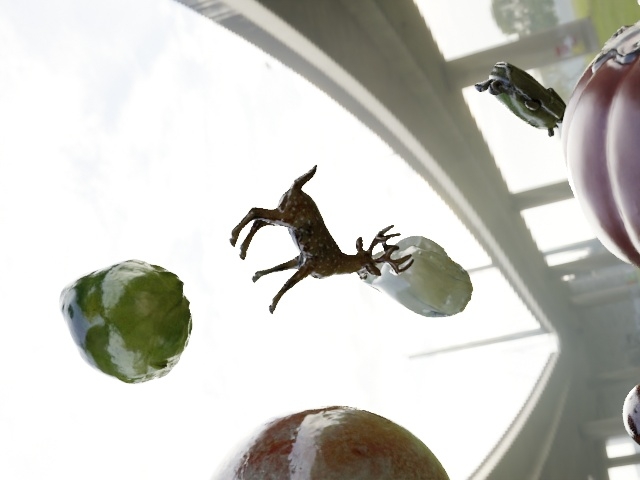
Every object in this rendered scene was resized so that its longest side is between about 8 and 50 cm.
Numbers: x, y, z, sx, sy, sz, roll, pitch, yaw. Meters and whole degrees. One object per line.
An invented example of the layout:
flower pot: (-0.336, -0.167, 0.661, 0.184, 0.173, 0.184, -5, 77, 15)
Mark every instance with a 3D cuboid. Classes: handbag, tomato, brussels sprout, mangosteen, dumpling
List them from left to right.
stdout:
brussels sprout: (-0.234, 0.098, 1.077, 0.122, 0.151, 0.149, -13, -100, -52)
tomato: (0.012, 0.348, 1.100, 0.282, 0.317, 0.316, -89, -23, -46)
dumpling: (0.189, 0.064, 1.696, 0.151, 0.229, 0.124, -44, -36, -25)
handbag: (0.233, -0.158, 1.038, 0.111, 0.047, 0.072, 30, -176, -22)
mangosteen: (0.303, 0.150, 0.793, 0.081, 0.081, 0.081, -14, -90, -73)

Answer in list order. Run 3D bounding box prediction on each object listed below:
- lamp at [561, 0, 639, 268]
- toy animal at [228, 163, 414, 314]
lamp: (0.334, -0.090, 0.696, 0.257, 0.303, 0.303, 64, -160, -14)
toy animal: (0.007, 0.009, 1.477, 0.243, 0.260, 0.087, 64, 174, -33)
